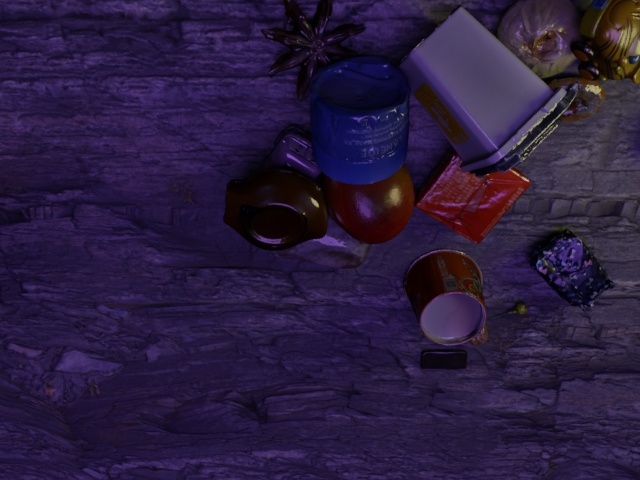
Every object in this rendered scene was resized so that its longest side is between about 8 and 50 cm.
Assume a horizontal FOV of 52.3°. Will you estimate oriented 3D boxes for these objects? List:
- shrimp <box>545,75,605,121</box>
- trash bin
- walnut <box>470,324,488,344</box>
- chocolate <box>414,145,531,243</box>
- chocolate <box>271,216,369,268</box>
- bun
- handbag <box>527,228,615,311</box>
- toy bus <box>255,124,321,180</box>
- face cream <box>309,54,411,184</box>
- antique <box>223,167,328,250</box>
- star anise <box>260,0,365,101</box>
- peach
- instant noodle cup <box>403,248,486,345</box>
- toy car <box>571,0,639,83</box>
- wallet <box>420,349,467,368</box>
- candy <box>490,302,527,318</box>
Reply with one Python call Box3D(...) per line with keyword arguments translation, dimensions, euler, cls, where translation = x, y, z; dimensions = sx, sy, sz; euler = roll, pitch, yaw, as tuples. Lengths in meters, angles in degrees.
Box3D(translation=(0.650, -0.368, 1.712), dimensions=(0.188, 0.051, 0.132), euler=(8, 121, 0), cls="shrimp")
Box3D(translation=(0.390, -0.369, 1.576), dimensions=(0.296, 0.256, 0.367), euler=(-44, 94, -4), cls="trash bin")
Box3D(translation=(0.494, 0.288, 2.080), dimensions=(0.079, 0.082, 0.096), euler=(-6, 117, 39), cls="walnut")
Box3D(translation=(0.414, -0.146, 1.813), dimensions=(0.235, 0.108, 0.237), euler=(28, 115, -14), cls="chocolate")
Box3D(translation=(0.000, 0.000, 1.910), dimensions=(0.303, 0.100, 0.185), euler=(11, 124, -5), cls="chocolate")
Box3D(translation=(0.545, -0.493, 1.595), dimensions=(0.223, 0.127, 0.222), euler=(-1, 124, -2), cls="bun")
Box3D(translation=(0.745, 0.088, 1.944), dimensions=(0.260, 0.113, 0.162), euler=(41, 106, -19), cls="handbag")
Box3D(translation=(-0.082, -0.194, 1.766), dimensions=(0.142, 0.142, 0.202), euler=(31, 116, -16), cls="toy bus")
Box3D(translation=(0.095, -0.299, 1.607), dimensions=(0.249, 0.249, 0.225), euler=(-4, 140, 3), cls="face cream")
Box3D(translation=(-0.113, -0.073, 1.681), dimensions=(0.278, 0.129, 0.223), euler=(13, 126, -6), cls="antique")
Box3D(translation=(-0.013, -0.485, 1.629), dimensions=(0.288, 0.088, 0.288), euler=(-6, 118, -11), cls="star anise")
Box3D(translation=(0.134, -0.105, 1.767), dimensions=(0.249, 0.245, 0.274), euler=(-18, 120, 21), cls="peach")
Box3D(translation=(0.379, 0.178, 1.950), dimensions=(0.251, 0.192, 0.250), euler=(0, 120, 0), cls="instant noodle cup")
Box3D(translation=(0.716, -0.478, 1.544), dimensions=(0.200, 0.142, 0.248), euler=(-55, 142, 1), cls="toy car")
Box3D(translation=(0.413, 0.400, 2.179), dimensions=(0.157, 0.018, 0.082), euler=(-2, 121, 2), cls="wallet")
Box3D(translation=(0.600, 0.230, 2.079), dimensions=(0.123, 0.035, 0.035), euler=(-24, 107, 24), cls="candy")
